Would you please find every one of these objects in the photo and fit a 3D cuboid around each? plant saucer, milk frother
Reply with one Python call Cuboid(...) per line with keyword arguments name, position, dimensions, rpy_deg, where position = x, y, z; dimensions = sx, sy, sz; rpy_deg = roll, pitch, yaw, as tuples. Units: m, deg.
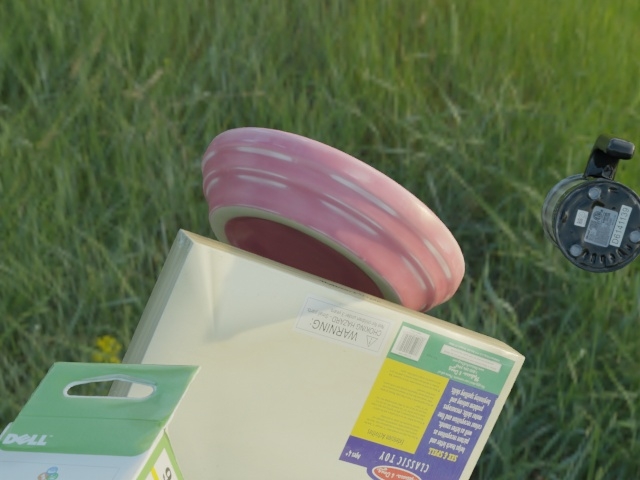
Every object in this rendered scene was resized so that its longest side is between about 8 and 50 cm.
Cuboid(name="plant saucer", position=(0.000, 0.000, 1.364), dimensions=(0.332, 0.332, 0.084), rpy_deg=(19, 68, 25))
Cuboid(name="milk frother", position=(0.292, -0.020, 1.107), dimensions=(0.143, 0.129, 0.135), rpy_deg=(34, 9, 1))

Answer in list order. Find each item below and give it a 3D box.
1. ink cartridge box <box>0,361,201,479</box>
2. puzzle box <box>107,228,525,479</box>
Cuboid(name="ink cartridge box", position=(-0.146, 0.158, 0.667), dimensions=(0.109, 0.062, 0.209), rpy_deg=(-2, 33, 22))
Cuboid(name="puzzle box", position=(-0.010, 0.178, 1.199), dimensions=(0.409, 0.272, 0.052), rpy_deg=(21, 7, -28))
